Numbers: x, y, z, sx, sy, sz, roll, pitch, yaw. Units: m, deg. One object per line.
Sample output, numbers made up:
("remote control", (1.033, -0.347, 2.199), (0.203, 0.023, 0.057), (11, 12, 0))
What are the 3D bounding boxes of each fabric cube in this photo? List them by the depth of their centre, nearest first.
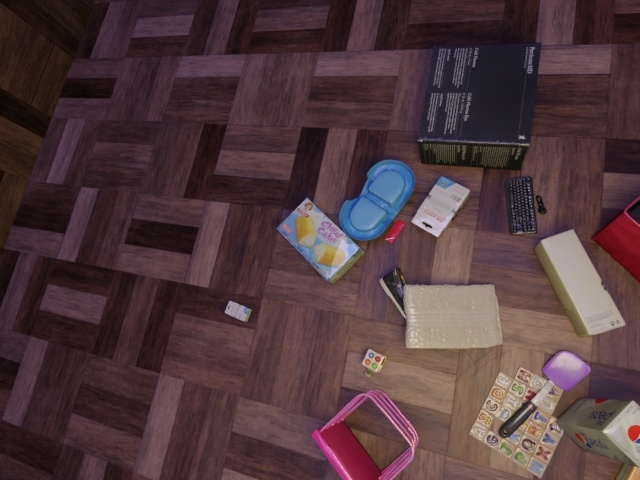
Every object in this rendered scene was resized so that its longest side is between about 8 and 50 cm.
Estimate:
("fabric cube", (0.905, -0.025, 1.018), (0.254, 0.258, 0.259), (-39, 68, 5))

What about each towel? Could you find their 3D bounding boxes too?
("towel", (0.379, 0.218, 1.190), (0.283, 0.049, 0.187), (1, 73, -3))

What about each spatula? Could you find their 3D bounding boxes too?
("spatula", (0.588, 0.422, 1.108), (0.296, 0.030, 0.084), (-46, 66, 2))

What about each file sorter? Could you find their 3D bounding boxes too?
("file sorter", (0.140, 0.522, 1.095), (0.182, 0.290, 0.202), (-42, 67, 0))

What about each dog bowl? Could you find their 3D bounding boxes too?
("dog bowl", (0.193, -0.125, 1.370), (0.166, 0.074, 0.297), (36, 89, 23))

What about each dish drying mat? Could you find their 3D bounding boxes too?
("dish drying mat", (0.246, -0.029, 1.362), (0.032, 0.008, 0.083), (35, 88, 24))

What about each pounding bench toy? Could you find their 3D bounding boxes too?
("pounding bench toy", (0.156, 0.378, 1.247), (0.052, 0.065, 0.083), (25, 84, 22))

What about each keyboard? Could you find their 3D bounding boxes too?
("keyboard", (0.628, -0.108, 1.255), (0.108, 0.023, 0.180), (-3, 75, 17))

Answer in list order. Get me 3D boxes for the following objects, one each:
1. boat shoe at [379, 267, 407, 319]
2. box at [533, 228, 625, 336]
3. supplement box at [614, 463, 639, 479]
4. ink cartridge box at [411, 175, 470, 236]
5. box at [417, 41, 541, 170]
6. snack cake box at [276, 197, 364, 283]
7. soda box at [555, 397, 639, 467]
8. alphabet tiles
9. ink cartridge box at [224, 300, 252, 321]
("boat shoe", (0.271, 0.191, 1.252), (0.079, 0.084, 0.233), (-36, 66, 10))
("box", (0.697, 0.118, 1.124), (0.094, 0.113, 0.275), (-21, 71, 11))
("supplement box", (0.809, 0.521, 0.995), (0.078, 0.080, 0.233), (28, 87, 24))
("ink cartridge box", (0.381, -0.101, 1.310), (0.104, 0.060, 0.180), (34, 87, 22))
("box", (0.494, -0.419, 1.298), (0.313, 0.179, 0.343), (8, 78, 20))
("snack cake box", (0.000, 0.000, 1.388), (0.152, 0.089, 0.264), (-46, 68, 2))
("soda box", (0.658, 0.432, 0.950), (0.098, 0.286, 0.091), (-41, 68, -5))
("alphabet tiles", (0.553, 0.480, 1.124), (0.198, 0.009, 0.237), (27, 85, 22))
("ink cartridge box", (-0.288, 0.248, 1.443), (0.083, 0.028, 0.048), (18, 81, 21))
